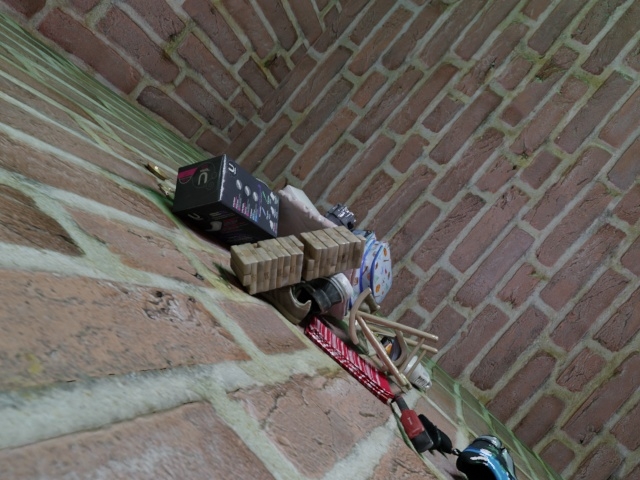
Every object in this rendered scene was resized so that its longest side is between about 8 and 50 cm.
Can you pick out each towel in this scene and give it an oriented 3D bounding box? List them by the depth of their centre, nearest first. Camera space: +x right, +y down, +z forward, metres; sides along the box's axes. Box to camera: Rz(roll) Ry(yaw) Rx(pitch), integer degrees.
[{"bbox_3d":[0.074,0.303,1.254,0.275,0.031,0.199,41,1,0],"label":"towel"},{"bbox_3d":[-0.023,0.046,1.456,0.331,0.053,0.317,34,-43,30],"label":"towel"}]

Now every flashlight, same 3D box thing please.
[{"bbox_3d":[0.000,0.000,1.697,0.103,0.304,0.103,27,-29,47],"label":"flashlight"}]

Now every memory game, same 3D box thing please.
[{"bbox_3d":[-0.410,-0.113,1.434,0.186,0.012,0.186,41,2,-2],"label":"memory game"}]

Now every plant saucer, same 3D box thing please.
[{"bbox_3d":[-0.526,-0.220,1.530,0.083,0.015,0.083,40,3,-2],"label":"plant saucer"}]

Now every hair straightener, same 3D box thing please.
[{"bbox_3d":[0.210,0.430,1.111,0.089,0.047,0.230,58,-5,-7],"label":"hair straightener"}]

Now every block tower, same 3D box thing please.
[{"bbox_3d":[-0.052,0.042,1.181,0.335,0.091,0.097,-10,33,-29],"label":"block tower"}]

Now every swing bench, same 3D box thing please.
[{"bbox_3d":[0.202,0.298,1.418,0.254,0.165,0.253,35,-8,23],"label":"swing bench"}]

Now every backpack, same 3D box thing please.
[{"bbox_3d":[0.120,0.116,1.609,0.213,0.263,0.277,6,-58,36],"label":"backpack"}]

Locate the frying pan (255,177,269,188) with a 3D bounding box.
[{"bbox_3d":[-0.312,-0.146,1.497,0.326,0.053,0.197,-7,-22,28],"label":"frying pan"}]

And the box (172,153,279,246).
[{"bbox_3d":[-0.253,-0.101,1.324,0.270,0.165,0.144,37,48,-55],"label":"box"}]

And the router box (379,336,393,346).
[{"bbox_3d":[0.307,0.457,1.929,0.133,0.046,0.179,41,2,3],"label":"router box"}]

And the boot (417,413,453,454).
[{"bbox_3d":[0.283,0.483,1.150,0.099,0.045,0.121,46,2,-16],"label":"boot"}]

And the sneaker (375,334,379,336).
[{"bbox_3d":[0.226,0.391,1.986,0.031,0.035,0.083,41,2,24],"label":"sneaker"}]

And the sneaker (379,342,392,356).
[{"bbox_3d":[0.254,0.414,1.723,0.067,0.064,0.175,53,10,24],"label":"sneaker"}]

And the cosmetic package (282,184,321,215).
[{"bbox_3d":[-0.065,-0.012,1.858,0.366,0.197,0.155,55,16,16],"label":"cosmetic package"}]

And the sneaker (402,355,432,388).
[{"bbox_3d":[0.347,0.483,1.708,0.095,0.090,0.235,53,9,29],"label":"sneaker"}]

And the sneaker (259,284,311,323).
[{"bbox_3d":[-0.105,0.124,1.196,0.188,0.071,0.066,41,3,6],"label":"sneaker"}]

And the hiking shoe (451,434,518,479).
[{"bbox_3d":[0.408,0.577,1.017,0.132,0.113,0.304,-3,40,-40],"label":"hiking shoe"}]

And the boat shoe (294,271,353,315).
[{"bbox_3d":[-0.028,0.149,1.343,0.121,0.119,0.335,61,-21,1],"label":"boat shoe"}]
